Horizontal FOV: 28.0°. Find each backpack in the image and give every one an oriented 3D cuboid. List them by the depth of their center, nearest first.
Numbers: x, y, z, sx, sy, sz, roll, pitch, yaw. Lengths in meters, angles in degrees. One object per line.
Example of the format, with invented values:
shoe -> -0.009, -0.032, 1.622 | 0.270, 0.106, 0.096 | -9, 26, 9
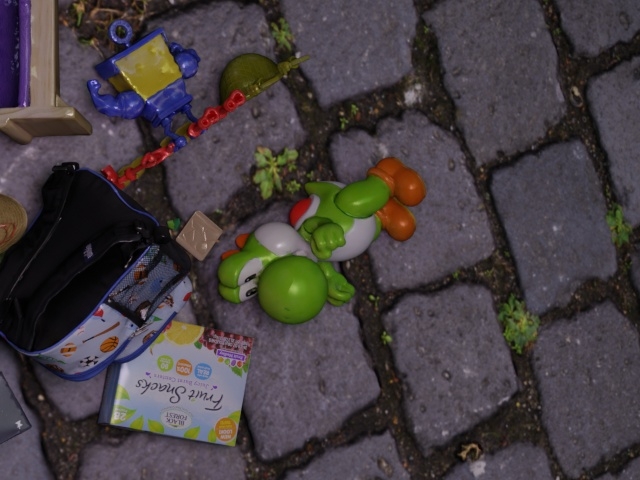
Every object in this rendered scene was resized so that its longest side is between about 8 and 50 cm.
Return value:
backpack -> -0.336, 0.061, 1.822 | 0.263, 0.276, 0.213 | -45, 134, -10

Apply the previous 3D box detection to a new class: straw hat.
straw hat -> -0.499, -0.038, 1.843 | 0.144, 0.144, 0.061 | -12, 52, -28

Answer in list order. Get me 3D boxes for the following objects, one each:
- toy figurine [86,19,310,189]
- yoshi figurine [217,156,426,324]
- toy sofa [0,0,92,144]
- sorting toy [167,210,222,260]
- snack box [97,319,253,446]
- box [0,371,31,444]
toy figurine -> -0.225, -0.262, 1.952 | 0.362, 0.191, 0.217 | -39, 97, -27
yoshi figurine -> 0.016, 0.023, 2.039 | 0.362, 0.203, 0.203 | -29, 105, -24
toy sofa -> -0.427, -0.327, 1.833 | 0.177, 0.150, 0.362 | -1, 85, -1
sorting toy -> -0.202, -0.016, 2.027 | 0.083, 0.012, 0.062 | 42, 73, -21
snack box -> -0.220, 0.214, 1.960 | 0.207, 0.070, 0.174 | 15, 77, -24
box -> -0.503, 0.255, 1.759 | 0.156, 0.158, 0.093 | -29, 98, -28
